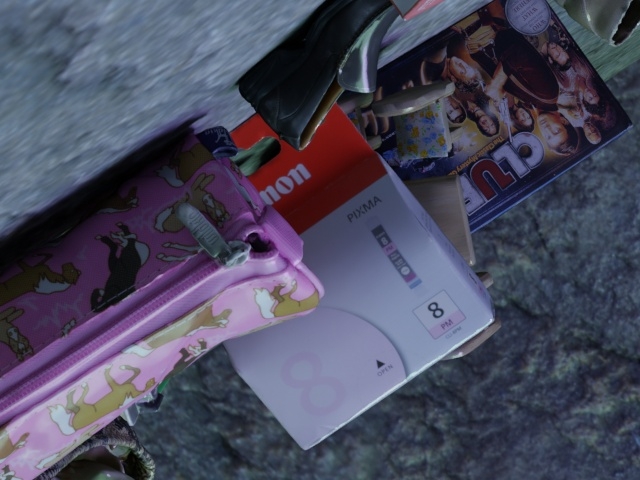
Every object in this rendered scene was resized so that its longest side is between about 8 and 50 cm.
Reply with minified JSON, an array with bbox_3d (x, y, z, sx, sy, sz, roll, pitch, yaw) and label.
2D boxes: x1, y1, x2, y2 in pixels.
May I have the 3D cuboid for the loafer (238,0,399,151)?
[{"bbox_3d":[0.020,-0.125,1.249,0.170,0.061,0.062,-39,173,39],"label":"loafer"}]

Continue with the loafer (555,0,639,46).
[{"bbox_3d":[0.325,-0.270,1.733,0.102,0.092,0.268,-31,174,-38],"label":"loafer"}]

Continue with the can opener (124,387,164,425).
[{"bbox_3d":[-0.164,0.073,1.604,0.095,0.076,0.283,-10,-161,8],"label":"can opener"}]

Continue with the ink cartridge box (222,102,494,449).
[{"bbox_3d":[-0.007,0.021,1.452,0.189,0.232,0.066,-35,-161,13],"label":"ink cartridge box"}]

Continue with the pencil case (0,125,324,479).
[{"bbox_3d":[-0.192,0.081,1.306,0.386,0.160,0.167,-33,146,-9],"label":"pencil case"}]

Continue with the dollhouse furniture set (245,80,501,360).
[{"bbox_3d":[0.000,0.000,1.535,0.242,0.212,0.161,-6,-169,27],"label":"dollhouse furniture set"}]

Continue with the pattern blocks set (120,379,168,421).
[{"bbox_3d":[-0.261,0.215,2.352,0.325,0.026,0.285,-40,-164,43],"label":"pattern blocks set"}]

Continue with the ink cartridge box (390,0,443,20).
[{"bbox_3d":[0.124,-0.210,1.058,0.198,0.067,0.115,-30,175,-28],"label":"ink cartridge box"}]

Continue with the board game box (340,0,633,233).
[{"bbox_3d":[0.136,-0.104,1.660,0.243,0.165,0.042,-33,175,-22],"label":"board game box"}]

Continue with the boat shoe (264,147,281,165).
[{"bbox_3d":[-0.026,-0.067,1.683,0.049,0.042,0.133,-12,170,-14],"label":"boat shoe"}]

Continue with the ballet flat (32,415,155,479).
[{"bbox_3d":[-0.238,0.230,1.622,0.164,0.182,0.483,-60,174,10],"label":"ballet flat"}]
